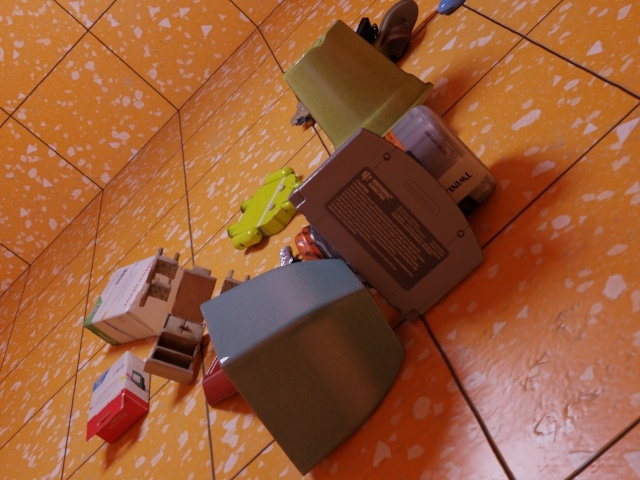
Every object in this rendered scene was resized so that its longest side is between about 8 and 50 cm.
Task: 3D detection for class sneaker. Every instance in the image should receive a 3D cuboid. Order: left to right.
[{"bbox_3d":[-0.060,0.043,1.923,0.069,0.038,0.098,-27,41,36],"label":"sneaker"},{"bbox_3d":[0.363,-0.670,2.212,0.209,0.082,0.069,-46,26,9],"label":"sneaker"}]

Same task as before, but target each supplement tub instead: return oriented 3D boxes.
[{"bbox_3d":[0.128,-0.060,1.549,0.338,0.207,0.207,-43,25,12],"label":"supplement tub"}]

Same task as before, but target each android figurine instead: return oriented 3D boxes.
[{"bbox_3d":[-0.134,-0.082,2.209,0.273,0.056,0.248,-18,38,52],"label":"android figurine"}]

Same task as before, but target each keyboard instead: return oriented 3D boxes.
[{"bbox_3d":[0.127,-0.509,2.272,0.023,0.180,0.108,21,73,24],"label":"keyboard"}]

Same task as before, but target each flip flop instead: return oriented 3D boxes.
[{"bbox_3d":[0.186,-0.507,2.257,0.080,0.112,0.277,18,64,36],"label":"flip flop"}]

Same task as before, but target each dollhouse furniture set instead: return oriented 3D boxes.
[{"bbox_3d":[-0.297,0.173,1.920,0.161,0.212,0.242,-79,9,-51],"label":"dollhouse furniture set"}]

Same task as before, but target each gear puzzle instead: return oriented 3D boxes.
[{"bbox_3d":[0.014,-0.450,2.525,0.175,0.044,0.339,-32,26,36],"label":"gear puzzle"}]

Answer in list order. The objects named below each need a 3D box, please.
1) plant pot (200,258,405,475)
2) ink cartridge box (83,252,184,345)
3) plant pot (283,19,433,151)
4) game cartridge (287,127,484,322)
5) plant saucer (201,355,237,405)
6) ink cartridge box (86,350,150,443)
[{"bbox_3d":[-0.014,0.170,1.423,0.252,0.247,0.248,-34,24,-2],"label":"plant pot"},{"bbox_3d":[-0.502,0.165,2.381,0.278,0.117,0.201,-17,39,50],"label":"ink cartridge box"},{"bbox_3d":[0.065,-0.339,1.934,0.276,0.254,0.276,-44,8,8],"label":"plant pot"},{"bbox_3d":[0.118,-0.031,1.423,0.198,0.297,0.062,-43,9,8],"label":"game cartridge"},{"bbox_3d":[-0.148,0.193,1.747,0.258,0.047,0.259,-62,10,-27],"label":"plant saucer"},{"bbox_3d":[-0.478,0.384,2.065,0.134,0.078,0.231,-43,25,13],"label":"ink cartridge box"}]
